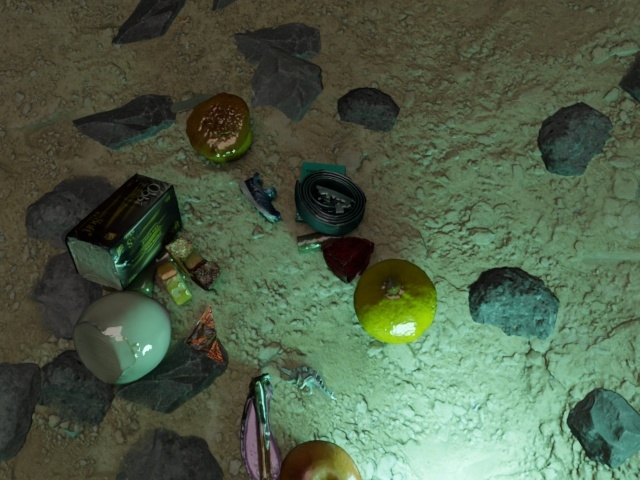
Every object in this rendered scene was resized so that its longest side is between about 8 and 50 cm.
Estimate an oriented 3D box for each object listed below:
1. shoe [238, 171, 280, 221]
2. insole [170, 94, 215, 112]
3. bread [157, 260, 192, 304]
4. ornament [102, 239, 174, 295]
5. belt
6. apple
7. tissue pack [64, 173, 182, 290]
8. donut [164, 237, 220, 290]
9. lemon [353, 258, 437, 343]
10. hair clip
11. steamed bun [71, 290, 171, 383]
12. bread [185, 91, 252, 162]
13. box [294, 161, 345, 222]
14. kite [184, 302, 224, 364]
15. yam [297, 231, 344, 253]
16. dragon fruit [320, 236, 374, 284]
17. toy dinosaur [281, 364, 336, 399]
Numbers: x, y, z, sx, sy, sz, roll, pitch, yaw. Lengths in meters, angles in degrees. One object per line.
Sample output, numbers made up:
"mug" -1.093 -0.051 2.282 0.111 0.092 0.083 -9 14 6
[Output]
"shoe" -0.204 -0.153 1.962 0.106 0.091 0.207 -37 72 -1
"insole" -0.495 -0.534 2.135 0.188 0.004 0.064 -13 73 0
"bread" -0.496 0.144 1.875 0.073 0.122 0.149 -30 102 -10
"ornament" -0.622 0.084 1.938 0.244 0.061 0.231 6 72 1
"belt" 0.025 -0.132 1.883 0.267 0.116 0.206 33 65 12
"apple" 0.002 0.741 1.638 0.251 0.206 0.272 -4 73 -1
"tissue pack" -0.641 -0.038 1.829 0.198 0.210 0.370 14 44 17
"donut" -0.431 0.082 1.890 0.217 0.141 0.085 42 71 5
"lemon" 0.237 0.193 1.745 0.292 0.293 0.293 -1 74 3
"hair clip" -0.197 0.615 1.764 0.110 0.095 0.359 1 81 -32
"steamed bun" -0.615 0.296 1.782 0.309 0.309 0.310 -1 74 3
"bread" -0.372 -0.410 2.023 0.268 0.146 0.269 -2 71 6
"box" 0.000 -0.169 1.979 0.160 0.042 0.227 5 74 6
"kite" -0.411 0.335 1.880 0.125 0.008 0.222 -15 74 0
"yam" 0.000 0.000 1.920 0.169 0.068 0.068 -12 74 2
"dragon fruit" 0.098 0.051 1.885 0.161 0.121 0.127 -35 61 -17
"toy dinosaur" -0.035 0.465 1.803 0.208 0.039 0.082 28 76 10
